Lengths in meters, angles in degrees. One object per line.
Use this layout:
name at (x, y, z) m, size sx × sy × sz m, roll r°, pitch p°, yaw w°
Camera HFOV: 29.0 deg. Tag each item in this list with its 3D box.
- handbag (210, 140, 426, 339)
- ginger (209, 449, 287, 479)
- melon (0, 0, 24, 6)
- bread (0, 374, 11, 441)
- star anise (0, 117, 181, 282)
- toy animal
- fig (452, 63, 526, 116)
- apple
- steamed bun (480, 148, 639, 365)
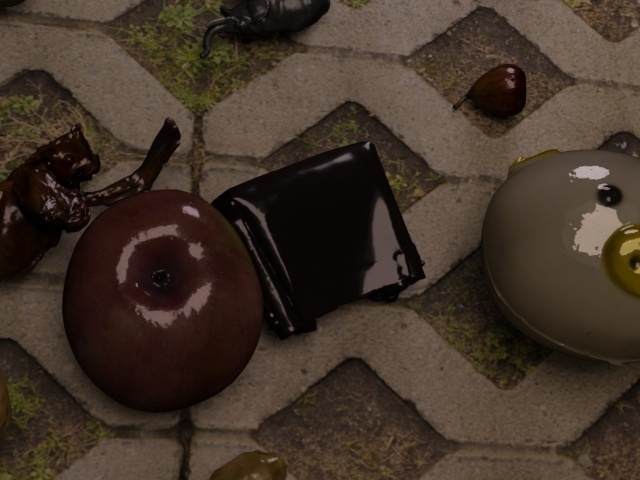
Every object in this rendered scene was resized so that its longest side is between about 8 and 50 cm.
handbag at (0.000, 0.000, 1.883) m, size 0.285 × 0.113 × 0.257 m, roll -21°, pitch 80°, yaw -28°
ginger at (-0.202, 0.464, 1.648) m, size 0.348 × 0.122 × 0.363 m, roll -1°, pitch 74°, yaw -12°
melon at (-0.518, -0.436, 1.928) m, size 0.167 × 0.114 × 0.114 m, roll 45°, pitch 65°, yaw 5°
bread at (-0.532, 0.237, 1.633) m, size 0.244 × 0.134 × 0.244 m, roll 7°, pitch 69°, yaw -17°
star anise at (-0.354, -0.080, 1.784) m, size 0.346 × 0.237 × 0.148 m, roll -34°, pitch 113°, yaw -18°
toy animal at (-0.102, -0.391, 2.035) m, size 0.269 × 0.082 × 0.137 m, roll -21°, pitch 74°, yaw -22°
fig at (0.284, -0.251, 2.085) m, size 0.125 × 0.089 × 0.089 m, roll -4°, pitch 68°, yaw 6°
apple at (-0.216, 0.083, 1.721) m, size 0.306 × 0.235 × 0.305 m, roll 4°, pitch 71°, yaw -10°
steamed bun at (0.426, 0.022, 1.875) m, size 0.374 × 0.334 × 0.334 m, roll 16°, pitch 65°, yaw -14°
